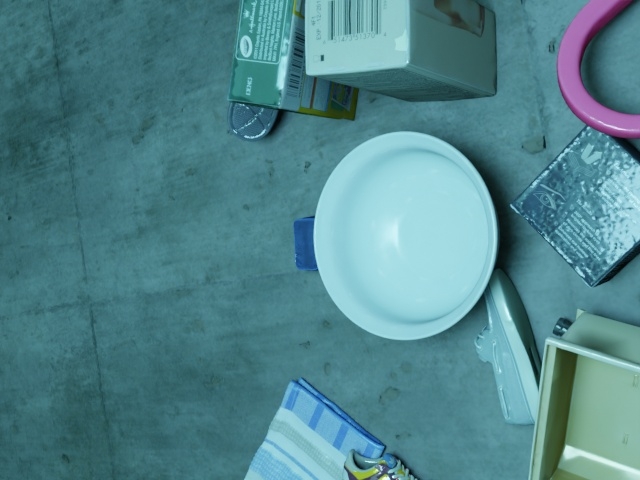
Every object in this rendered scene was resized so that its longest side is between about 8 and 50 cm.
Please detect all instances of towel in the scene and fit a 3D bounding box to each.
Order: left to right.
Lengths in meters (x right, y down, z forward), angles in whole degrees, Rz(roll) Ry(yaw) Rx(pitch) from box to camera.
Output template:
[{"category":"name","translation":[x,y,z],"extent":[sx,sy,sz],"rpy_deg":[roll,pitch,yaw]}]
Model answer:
[{"category":"towel","translation":[-0.029,0.406,1.345],"extent":[0.209,0.034,0.285],"rpy_deg":[35,110,26]}]

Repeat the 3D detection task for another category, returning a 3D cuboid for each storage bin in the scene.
[{"category":"storage bin","translation":[0.413,0.250,0.970],"extent":[0.262,0.123,0.261],"rpy_deg":[15,117,31]}]

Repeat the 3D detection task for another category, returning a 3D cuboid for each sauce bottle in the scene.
[{"category":"sauce bottle","translation":[0.381,0.144,1.062],"extent":[0.128,0.042,0.042],"rpy_deg":[30,108,28]}]

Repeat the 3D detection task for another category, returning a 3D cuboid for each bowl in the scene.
[{"category":"bowl","translation":[0.145,-0.008,1.146],"extent":[0.297,0.134,0.298],"rpy_deg":[1,92,36]}]

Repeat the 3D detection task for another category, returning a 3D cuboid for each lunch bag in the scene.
[{"category":"lunch bag","translation":[0.000,0.000,1.287],"extent":[0.067,0.065,0.099],"rpy_deg":[2,95,48]}]

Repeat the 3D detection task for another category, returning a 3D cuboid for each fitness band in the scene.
[{"category":"fitness band","translation":[0.431,-0.250,0.954],"extent":[0.291,0.054,0.209],"rpy_deg":[-41,69,8]}]

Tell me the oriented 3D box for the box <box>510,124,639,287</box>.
[{"category":"box","translation":[0.370,-0.048,1.028],"extent":[0.156,0.093,0.158],"rpy_deg":[51,117,21]}]

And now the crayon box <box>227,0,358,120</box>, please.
[{"category":"crayon box","translation":[-0.020,-0.285,1.125],"extent":[0.083,0.323,0.203],"rpy_deg":[11,98,19]}]

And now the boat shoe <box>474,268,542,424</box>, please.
[{"category":"boat shoe","translation":[0.262,0.157,1.116],"extent":[0.081,0.079,0.228],"rpy_deg":[-18,86,28]}]

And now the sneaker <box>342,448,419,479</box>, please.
[{"category":"sneaker","translation":[0.120,0.381,1.216],"extent":[0.185,0.069,0.084],"rpy_deg":[6,98,20]}]

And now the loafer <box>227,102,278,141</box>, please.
[{"category":"loafer","translation":[-0.073,-0.313,1.302],"extent":[0.109,0.095,0.303],"rpy_deg":[25,106,-7]}]

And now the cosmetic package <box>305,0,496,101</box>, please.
[{"category":"cosmetic package","translation":[0.119,-0.271,1.058],"extent":[0.153,0.296,0.129],"rpy_deg":[1,92,31]}]
